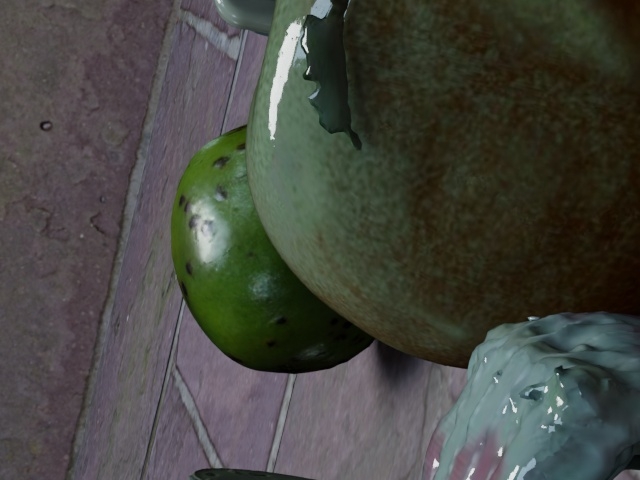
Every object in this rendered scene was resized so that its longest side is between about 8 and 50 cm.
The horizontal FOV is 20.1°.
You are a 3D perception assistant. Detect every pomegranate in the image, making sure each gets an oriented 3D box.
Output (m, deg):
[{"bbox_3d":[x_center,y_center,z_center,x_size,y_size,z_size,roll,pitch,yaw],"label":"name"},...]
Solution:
[{"bbox_3d":[0.000,0.000,1.404,0.263,0.211,0.211,-8,64,28],"label":"pomegranate"}]

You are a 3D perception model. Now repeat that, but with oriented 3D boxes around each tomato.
[{"bbox_3d":[0.087,-0.091,0.969,0.303,0.239,0.303,-168,90,-80],"label":"tomato"}]

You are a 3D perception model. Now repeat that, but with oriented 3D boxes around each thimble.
[{"bbox_3d":[0.125,0.129,0.727,0.149,0.185,0.211,-133,21,-76],"label":"thimble"}]

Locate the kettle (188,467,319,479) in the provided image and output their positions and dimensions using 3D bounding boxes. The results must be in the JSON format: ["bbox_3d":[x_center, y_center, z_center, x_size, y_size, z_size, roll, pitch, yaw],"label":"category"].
[{"bbox_3d":[-0.041,0.300,1.268,0.240,0.165,0.255,15,-93,-80],"label":"kettle"}]

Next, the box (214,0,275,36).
[{"bbox_3d":[0.042,-0.210,1.309,0.130,0.227,0.162,77,-158,-84],"label":"box"}]
